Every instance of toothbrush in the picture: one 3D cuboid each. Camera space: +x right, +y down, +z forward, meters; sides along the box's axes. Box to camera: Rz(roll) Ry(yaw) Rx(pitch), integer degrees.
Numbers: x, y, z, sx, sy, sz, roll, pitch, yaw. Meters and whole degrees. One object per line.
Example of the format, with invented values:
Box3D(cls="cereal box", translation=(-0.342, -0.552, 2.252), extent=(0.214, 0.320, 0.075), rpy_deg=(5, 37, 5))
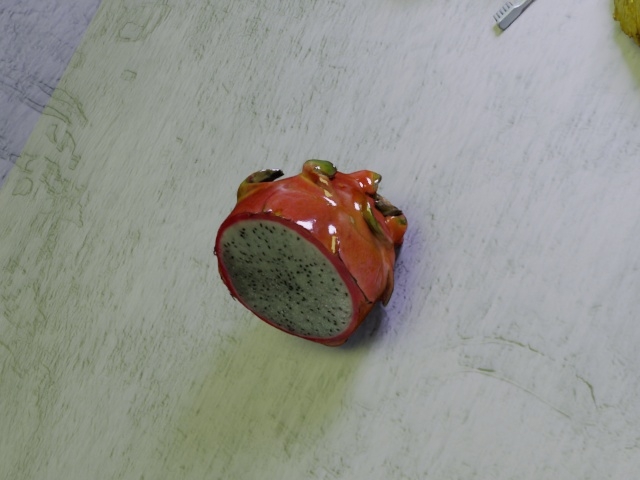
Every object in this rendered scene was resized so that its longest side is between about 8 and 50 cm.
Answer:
Box3D(cls="toothbrush", translation=(0.420, -0.481, 1.524), extent=(0.342, 0.025, 0.030), rpy_deg=(-43, 46, 19))

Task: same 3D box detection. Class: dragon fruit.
Box3D(cls="dragon fruit", translation=(0.000, 0.000, 1.506), extent=(0.305, 0.305, 0.226), rpy_deg=(-6, 37, 42))

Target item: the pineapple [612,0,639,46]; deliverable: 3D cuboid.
Box3D(cls="pineapple", translation=(0.510, -0.386, 1.350), extent=(0.164, 0.140, 0.250), rpy_deg=(-11, 71, -7))
